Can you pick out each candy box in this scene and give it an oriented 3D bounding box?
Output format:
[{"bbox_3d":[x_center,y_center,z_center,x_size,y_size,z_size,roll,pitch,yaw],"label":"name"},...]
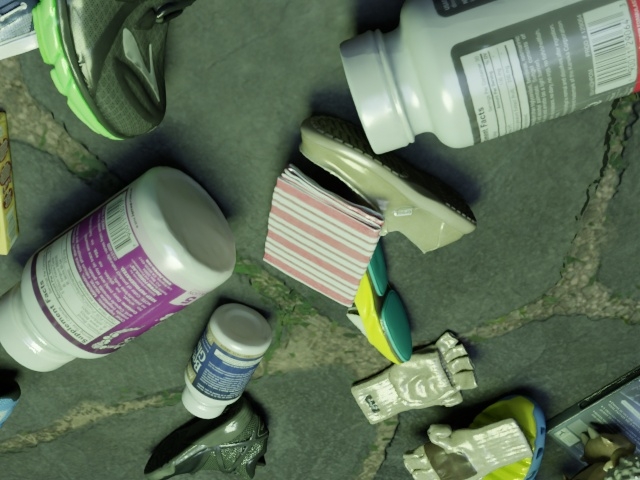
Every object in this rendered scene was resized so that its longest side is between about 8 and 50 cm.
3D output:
[{"bbox_3d":[-0.451,-0.075,0.955,0.109,0.053,0.186,6,125,-5],"label":"candy box"}]

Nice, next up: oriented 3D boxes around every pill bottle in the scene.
[{"bbox_3d":[-0.145,0.183,1.113,0.094,0.094,0.169,20,121,-15],"label":"pill bottle"},{"bbox_3d":[0.190,-0.202,0.805,0.318,0.176,0.176,-17,123,10],"label":"pill bottle"},{"bbox_3d":[-0.271,0.049,0.973,0.301,0.169,0.169,-31,120,20],"label":"pill bottle"}]

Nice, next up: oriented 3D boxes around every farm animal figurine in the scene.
[{"bbox_3d":[0.447,0.400,1.193,0.327,0.172,0.330,-12,138,-45],"label":"farm animal figurine"}]

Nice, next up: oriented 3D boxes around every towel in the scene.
[{"bbox_3d":[0.000,0.000,0.971,0.144,0.029,0.197,30,145,10],"label":"towel"}]

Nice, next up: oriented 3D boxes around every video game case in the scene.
[{"bbox_3d":[0.537,0.290,1.244,0.274,0.026,0.196,-40,116,22],"label":"video game case"}]

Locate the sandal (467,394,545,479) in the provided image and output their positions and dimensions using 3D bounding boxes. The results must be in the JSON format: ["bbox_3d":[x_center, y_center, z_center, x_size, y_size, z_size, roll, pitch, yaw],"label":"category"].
[{"bbox_3d":[0.312,0.388,1.267,0.138,0.126,0.317,-14,125,-38],"label":"sandal"}]

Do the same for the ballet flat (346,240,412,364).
[{"bbox_3d":[0.067,0.080,1.070,0.077,0.077,0.231,-4,125,27],"label":"ballet flat"}]

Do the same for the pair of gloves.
[{"bbox_3d":[0.190,0.278,1.180,0.204,0.042,0.240,-35,94,26],"label":"pair of gloves"}]

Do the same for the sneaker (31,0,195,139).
[{"bbox_3d":[-0.156,-0.303,0.726,0.202,0.185,0.483,12,125,-4],"label":"sneaker"}]

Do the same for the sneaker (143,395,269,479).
[{"bbox_3d":[-0.177,0.356,1.236,0.227,0.087,0.130,-32,113,13],"label":"sneaker"}]

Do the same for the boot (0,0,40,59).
[{"bbox_3d":[-0.397,-0.237,0.843,0.190,0.069,0.086,-19,116,2],"label":"boot"}]

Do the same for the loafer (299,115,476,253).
[{"bbox_3d":[0.077,-0.059,0.947,0.268,0.102,0.092,30,113,-21],"label":"loafer"}]

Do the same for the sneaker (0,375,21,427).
[{"bbox_3d":[-0.582,0.165,1.093,0.147,0.130,0.330,-43,119,9],"label":"sneaker"}]
